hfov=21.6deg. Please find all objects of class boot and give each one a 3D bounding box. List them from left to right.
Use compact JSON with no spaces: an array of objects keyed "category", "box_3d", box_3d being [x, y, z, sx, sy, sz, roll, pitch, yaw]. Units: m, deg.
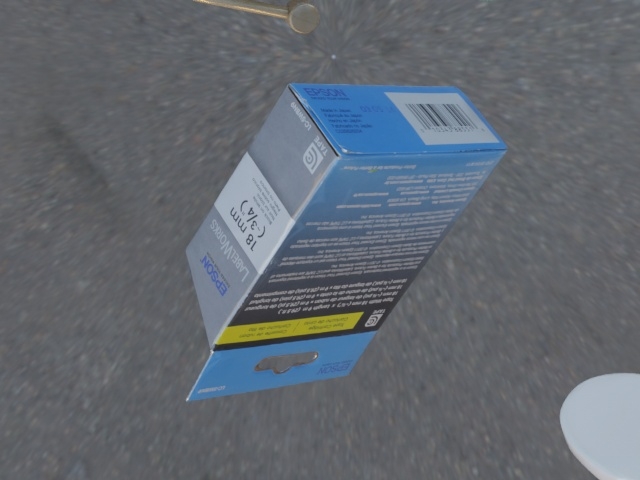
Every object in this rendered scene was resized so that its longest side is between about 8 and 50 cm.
[{"category":"boot","box_3d":[0.209,0.137,0.861,0.069,0.190,0.086,-46,135,-21]}]

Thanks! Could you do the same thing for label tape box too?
[{"category":"label tape box","box_3d":[0.000,0.000,1.670,0.106,0.240,0.333,54,127,29]}]

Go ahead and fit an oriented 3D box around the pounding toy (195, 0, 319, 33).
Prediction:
[{"category":"pounding toy","box_3d":[-0.050,-0.293,1.697,0.181,0.094,0.206,-36,116,-4]}]
